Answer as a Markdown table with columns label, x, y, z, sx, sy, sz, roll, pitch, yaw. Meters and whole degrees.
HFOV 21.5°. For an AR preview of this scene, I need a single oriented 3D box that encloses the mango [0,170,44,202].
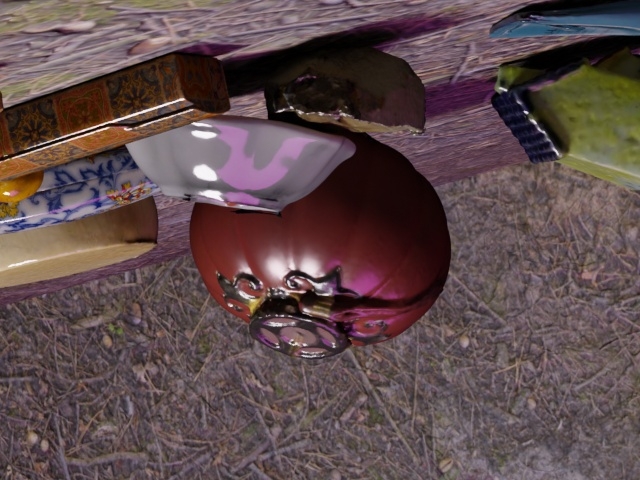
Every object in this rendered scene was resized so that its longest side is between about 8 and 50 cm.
| label | x | y | z | sx | sy | sz | roll | pitch | yaw |
| --- | --- | --- | --- | --- | --- | --- | --- | --- | --- |
| mango | -0.292 | -0.060 | 1.620 | 0.060 | 0.046 | 0.089 | -15 | -179 | 8 |

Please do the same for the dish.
| label | x | y | z | sx | sy | sz | roll | pitch | yaw |
| --- | --- | --- | --- | --- | --- | --- | --- | --- | --- |
| dish | -0.083 | -0.065 | 1.491 | 0.229 | 0.081 | 0.229 | 8 | 180 | 0 |

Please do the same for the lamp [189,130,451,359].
| label | x | y | z | sx | sy | sz | roll | pitch | yaw |
| --- | --- | --- | --- | --- | --- | --- | --- | --- | --- |
| lamp | 0.000 | 0.000 | 1.943 | 0.303 | 0.257 | 0.303 | 11 | 152 | 6 |

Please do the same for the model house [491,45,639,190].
| label | x | y | z | sx | sy | sz | roll | pitch | yaw |
| --- | --- | --- | --- | --- | --- | --- | --- | --- | --- |
| model house | 0.292 | -0.161 | 1.886 | 0.211 | 0.170 | 0.194 | 15 | -178 | -3 |

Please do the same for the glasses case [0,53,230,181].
| label | x | y | z | sx | sy | sz | roll | pitch | yaw |
| --- | --- | --- | --- | --- | --- | --- | --- | --- | --- |
| glasses case | -0.185 | -0.097 | 1.367 | 0.218 | 0.049 | 0.075 | -15 | 177 | 25 |

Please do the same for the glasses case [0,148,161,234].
| label | x | y | z | sx | sy | sz | roll | pitch | yaw |
| --- | --- | --- | --- | --- | --- | --- | --- | --- | --- |
| glasses case | -0.270 | -0.049 | 1.723 | 0.248 | 0.065 | 0.087 | -13 | 175 | 0 |

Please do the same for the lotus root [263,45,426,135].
| label | x | y | z | sx | sy | sz | roll | pitch | yaw |
| --- | --- | --- | --- | --- | --- | --- | --- | --- | --- |
| lotus root | 0.014 | -0.131 | 1.445 | 0.143 | 0.070 | 0.144 | 3 | 179 | 12 |

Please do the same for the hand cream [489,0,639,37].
| label | x | y | z | sx | sy | sz | roll | pitch | yaw |
| --- | --- | --- | --- | --- | --- | --- | --- | --- | --- |
| hand cream | 0.269 | -0.205 | 1.546 | 0.224 | 0.048 | 0.083 | -7 | 178 | -19 |

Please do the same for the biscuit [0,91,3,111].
| label | x | y | z | sx | sy | sz | roll | pitch | yaw |
| --- | --- | --- | --- | --- | --- | --- | --- | --- | --- |
| biscuit | -0.311 | -0.083 | 1.219 | 0.162 | 0.035 | 0.250 | -8 | 175 | -11 |

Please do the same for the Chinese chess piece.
| label | x | y | z | sx | sy | sz | roll | pitch | yaw |
| --- | --- | --- | --- | --- | --- | --- | --- | --- | --- |
| Chinese chess piece | -0.311 | -0.013 | 1.937 | 0.251 | 0.097 | 0.251 | -14 | 176 | -1 |
